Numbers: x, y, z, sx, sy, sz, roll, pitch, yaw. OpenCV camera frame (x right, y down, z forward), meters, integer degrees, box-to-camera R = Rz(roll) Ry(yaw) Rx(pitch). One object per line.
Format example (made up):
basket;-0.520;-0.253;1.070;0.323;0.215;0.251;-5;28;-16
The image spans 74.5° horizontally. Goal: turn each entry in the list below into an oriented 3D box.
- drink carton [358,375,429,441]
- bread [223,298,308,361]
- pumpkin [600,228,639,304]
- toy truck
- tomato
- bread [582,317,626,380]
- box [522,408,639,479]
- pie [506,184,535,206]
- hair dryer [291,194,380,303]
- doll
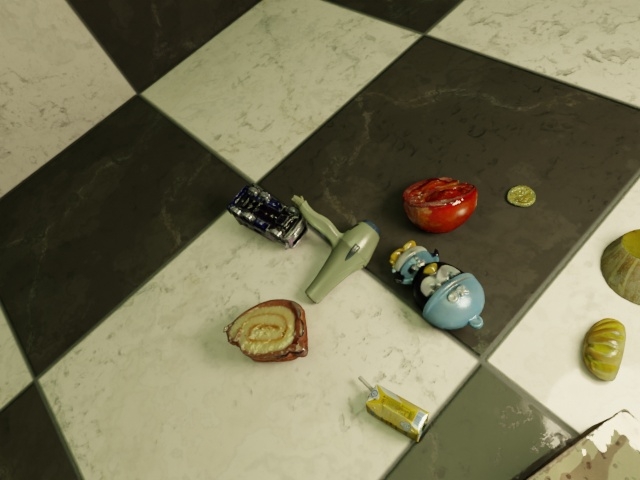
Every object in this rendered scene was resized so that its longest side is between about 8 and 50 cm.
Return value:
drink carton;0.168;0.417;1.060;0.200;0.084;0.074;21;57;27
bread;-0.148;0.264;1.221;0.245;0.123;0.190;-7;56;12
pumpkin;0.849;0.053;1.073;0.218;0.110;0.217;-11;52;14
toy truck;-0.168;-0.069;1.415;0.268;0.155;0.124;28;71;26
tomato;0.362;-0.098;1.285;0.201;0.139;0.233;-17;22;-2
bread;0.684;0.253;1.005;0.083;0.094;0.157;19;75;21
box;0.548;0.523;0.821;0.297;0.190;0.225;-34;57;-4
pie;0.621;-0.136;1.300;0.084;0.021;0.084;-10;54;13
hair dryer;0.005;0.041;1.293;0.299;0.119;0.295;21;84;0
doll;0.323;0.125;1.158;0.177;0.141;0.314;-34;53;-11
